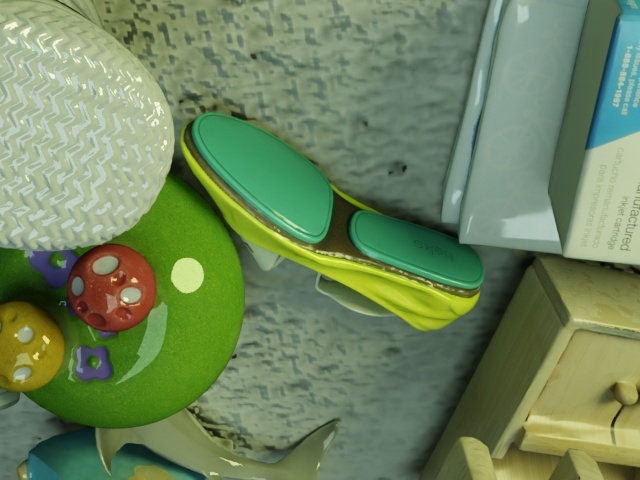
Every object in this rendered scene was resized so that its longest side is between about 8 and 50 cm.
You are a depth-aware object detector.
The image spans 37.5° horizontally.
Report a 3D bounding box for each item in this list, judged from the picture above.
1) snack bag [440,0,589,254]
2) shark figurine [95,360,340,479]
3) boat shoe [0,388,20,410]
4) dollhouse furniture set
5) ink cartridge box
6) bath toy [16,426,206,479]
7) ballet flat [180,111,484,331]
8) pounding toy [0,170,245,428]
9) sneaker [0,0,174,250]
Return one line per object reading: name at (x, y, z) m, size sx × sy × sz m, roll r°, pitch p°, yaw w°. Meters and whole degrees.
snack bag at (0.258, -0.128, 0.552) m, size 0.323 × 0.037 × 0.343 m, roll 8°, pitch 121°, yaw 0°
shark figurine at (-0.115, 0.142, 0.702) m, size 0.166 × 0.116 × 0.278 m, roll -31°, pitch 113°, yaw 22°
boat shoe at (-0.371, 0.063, 0.672) m, size 0.320 × 0.118 × 0.103 m, roll 11°, pitch 94°, yaw 6°
dollhouse furniture set at (0.200, 0.234, 0.553) m, size 0.362 × 0.394 × 0.256 m, roll 10°, pitch 122°, yaw -15°
ink cartridge box at (0.244, -0.061, 0.523) m, size 0.203 × 0.086 × 0.148 m, roll 5°, pitch 122°, yaw 3°
bath toy at (-0.202, 0.319, 0.814) m, size 0.151 × 0.129 × 0.348 m, roll 41°, pitch 124°, yaw 31°
ballet flat at (0.000, 0.000, 0.631) m, size 0.231 × 0.077 × 0.077 m, roll 27°, pitch 133°, yaw -14°
pounding toy at (-0.170, 0.029, 0.580) m, size 0.236 × 0.110 × 0.183 m, roll 26°, pitch 100°, yaw 4°
sneaker at (-0.256, -0.118, 0.467) m, size 0.365 × 0.210 × 0.137 m, roll 21°, pitch 105°, yaw -23°
